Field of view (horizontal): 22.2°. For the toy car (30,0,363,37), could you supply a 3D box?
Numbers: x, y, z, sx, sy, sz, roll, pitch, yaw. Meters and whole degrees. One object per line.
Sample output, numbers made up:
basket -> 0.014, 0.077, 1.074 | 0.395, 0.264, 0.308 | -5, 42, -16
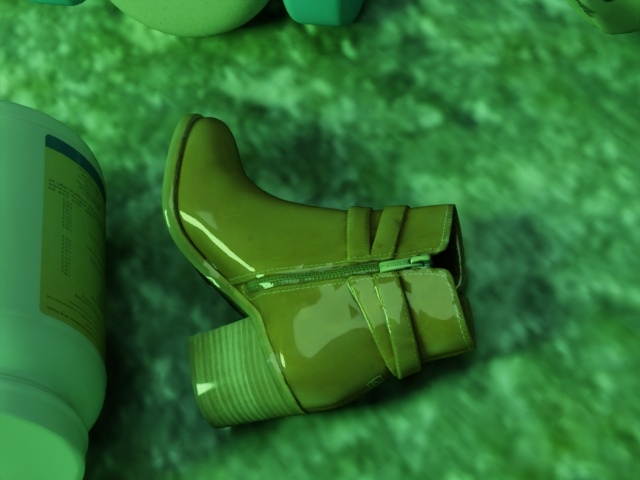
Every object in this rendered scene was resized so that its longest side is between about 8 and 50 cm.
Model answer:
toy car -> -0.066, -0.272, 1.037 | 0.219, 0.210, 0.238 | 7, 45, 15

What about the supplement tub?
supplement tub -> -0.189, 0.038, 0.892 | 0.144, 0.144, 0.199 | -15, 52, 13

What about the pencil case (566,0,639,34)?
pencil case -> 0.325, -0.164, 0.790 | 0.410, 0.183, 0.159 | 9, 91, 24

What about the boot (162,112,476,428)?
boot -> 0.000, 0.000, 0.887 | 0.152, 0.073, 0.197 | -18, 64, 13
